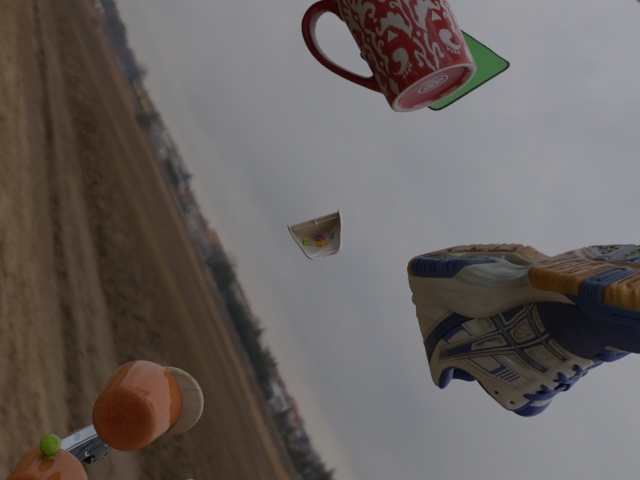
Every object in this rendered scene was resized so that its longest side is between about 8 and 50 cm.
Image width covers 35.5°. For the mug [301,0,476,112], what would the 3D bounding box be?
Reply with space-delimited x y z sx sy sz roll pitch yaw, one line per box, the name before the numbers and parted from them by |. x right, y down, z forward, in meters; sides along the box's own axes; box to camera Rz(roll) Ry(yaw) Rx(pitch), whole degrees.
mug | 0.070 -0.214 1.002 0.150 0.113 0.169 -43 -112 53

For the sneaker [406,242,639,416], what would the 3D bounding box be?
sneaker | 0.185 0.072 0.765 0.296 0.112 0.131 2 -79 60

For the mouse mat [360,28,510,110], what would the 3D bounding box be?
mouse mat | 0.171 -0.273 1.504 0.189 0.152 0.007 45 -22 35

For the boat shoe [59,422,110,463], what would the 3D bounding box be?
boat shoe | -0.253 0.223 1.077 0.049 0.142 0.040 -24 -92 47

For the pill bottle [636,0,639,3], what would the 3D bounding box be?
pill bottle | 0.229 -0.245 0.387 0.181 0.181 0.323 63 -30 28

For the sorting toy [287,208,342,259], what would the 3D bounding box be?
sorting toy | 0.000 0.000 1.498 0.075 0.083 0.045 -108 -178 -53

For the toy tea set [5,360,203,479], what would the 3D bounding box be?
toy tea set | -0.215 0.259 0.946 0.200 0.336 0.124 46 12 -2
